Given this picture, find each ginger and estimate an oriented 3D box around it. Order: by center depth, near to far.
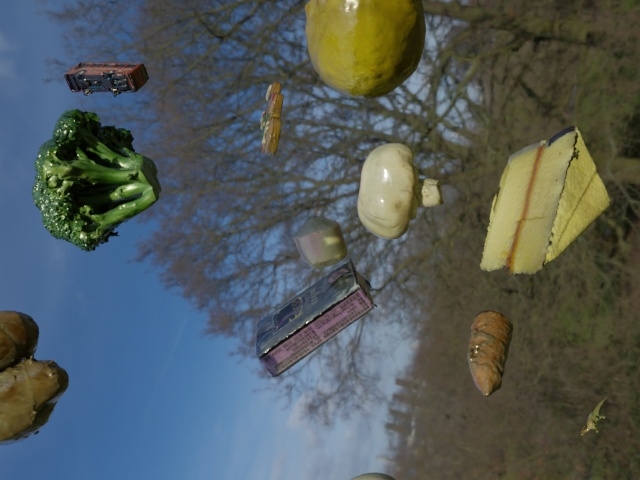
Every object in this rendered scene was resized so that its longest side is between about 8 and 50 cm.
[{"bbox_3d":[-0.634,0.248,1.361,0.304,0.245,0.155,69,-167,9],"label":"ginger"}]

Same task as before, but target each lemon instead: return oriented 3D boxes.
[{"bbox_3d":[0.097,-0.454,1.498,0.316,0.286,0.285,-20,-58,-87],"label":"lemon"}]

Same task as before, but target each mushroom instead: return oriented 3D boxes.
[{"bbox_3d":[0.223,-0.134,1.909,0.254,0.234,0.260,-79,-6,-53],"label":"mushroom"}]

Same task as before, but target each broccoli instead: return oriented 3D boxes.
[{"bbox_3d":[-0.454,-0.115,1.402,0.265,0.245,0.294,77,-179,-64],"label":"broccoli"}]

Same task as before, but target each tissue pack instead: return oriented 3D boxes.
[{"bbox_3d":[-0.018,0.222,2.009,0.122,0.361,0.259,54,-173,-13],"label":"tissue pack"}]

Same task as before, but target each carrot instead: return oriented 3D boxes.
[{"bbox_3d":[0.370,0.255,1.515,0.263,0.102,0.101,-63,-18,-59],"label":"carrot"}]

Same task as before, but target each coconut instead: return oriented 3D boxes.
[{"bbox_3d":[0.000,0.000,2.093,0.147,0.147,0.152,-50,-59,-69],"label":"coconut"}]

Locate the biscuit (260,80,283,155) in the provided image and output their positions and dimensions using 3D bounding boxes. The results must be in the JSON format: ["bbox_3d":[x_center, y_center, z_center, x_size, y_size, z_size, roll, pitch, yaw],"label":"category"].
[{"bbox_3d":[-0.147,-0.347,2.034,0.301,0.049,0.196,-98,18,-54],"label":"biscuit"}]

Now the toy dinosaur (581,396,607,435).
[{"bbox_3d":[0.657,0.419,1.652,0.113,0.026,0.041,-55,7,-5],"label":"toy dinosaur"}]

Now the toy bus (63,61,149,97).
[{"bbox_3d":[-0.585,-0.444,1.891,0.096,0.235,0.073,-54,-37,-42],"label":"toy bus"}]

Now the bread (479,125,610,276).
[{"bbox_3d":[0.507,-0.087,1.730,0.405,0.242,0.346,-30,0,-28],"label":"bread"}]

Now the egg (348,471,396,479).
[{"bbox_3d":[0.119,0.772,2.026,0.271,0.162,0.206,-11,60,71],"label":"egg"}]
